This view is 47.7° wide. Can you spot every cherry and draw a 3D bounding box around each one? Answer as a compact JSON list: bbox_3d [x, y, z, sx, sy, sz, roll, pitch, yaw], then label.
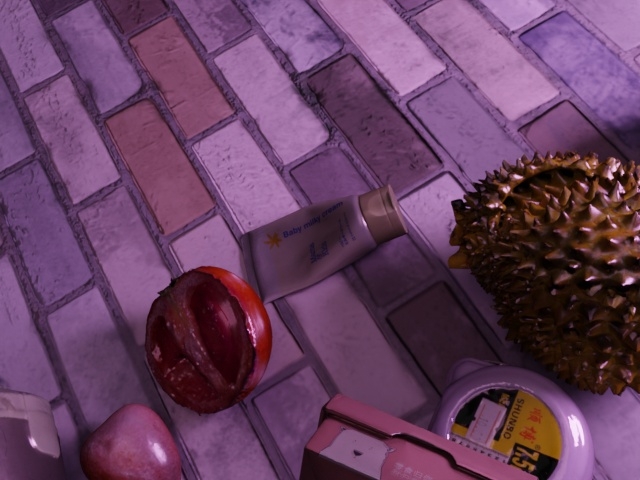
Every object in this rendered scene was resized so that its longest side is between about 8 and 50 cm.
[{"bbox_3d":[-0.223,0.250,0.860,0.126,0.087,0.106,15,72,21],"label":"cherry"}]

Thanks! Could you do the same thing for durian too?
[{"bbox_3d":[0.295,0.020,0.794,0.258,0.258,0.293,-40,52,-10],"label":"durian"}]

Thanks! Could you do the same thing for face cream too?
[{"bbox_3d":[0.000,0.000,0.962,0.224,0.070,0.114,-21,61,11],"label":"face cream"}]

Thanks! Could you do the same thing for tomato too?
[{"bbox_3d":[-0.125,0.120,0.906,0.189,0.099,0.173,-39,73,35],"label":"tomato"}]

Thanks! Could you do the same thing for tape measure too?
[{"bbox_3d":[0.197,0.233,0.780,0.178,0.105,0.196,21,68,29],"label":"tape measure"}]

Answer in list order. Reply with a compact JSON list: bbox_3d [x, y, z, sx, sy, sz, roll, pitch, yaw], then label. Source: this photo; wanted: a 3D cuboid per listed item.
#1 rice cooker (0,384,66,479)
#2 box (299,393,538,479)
[{"bbox_3d":[-0.406,0.307,0.765,0.288,0.288,0.277,-25,61,-1],"label":"rice cooker"},{"bbox_3d":[0.077,0.291,0.710,0.215,0.215,0.086,19,28,20],"label":"box"}]
